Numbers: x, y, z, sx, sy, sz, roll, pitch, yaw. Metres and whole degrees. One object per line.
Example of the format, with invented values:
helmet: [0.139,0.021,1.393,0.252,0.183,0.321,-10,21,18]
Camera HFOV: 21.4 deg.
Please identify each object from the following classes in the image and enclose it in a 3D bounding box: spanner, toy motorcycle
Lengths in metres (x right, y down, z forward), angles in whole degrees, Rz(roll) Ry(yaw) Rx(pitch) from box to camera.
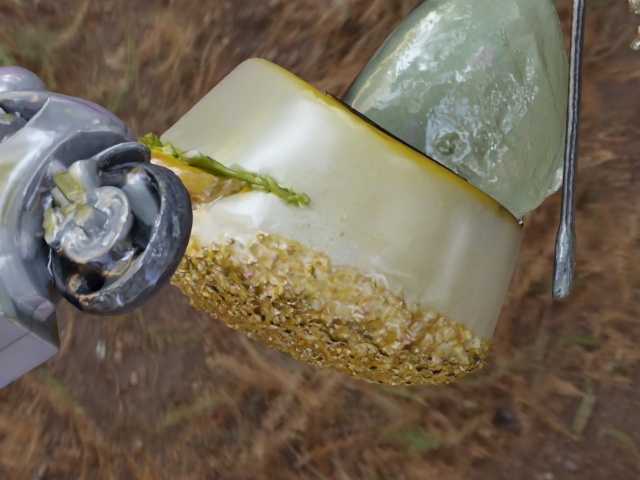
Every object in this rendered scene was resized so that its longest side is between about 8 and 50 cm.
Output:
spanner: [0.169,-0.088,1.134,0.015,0.054,0.255,4,95,11]
toy motorcycle: [-0.148,-0.004,0.711,0.225,0.152,0.073,-25,139,23]

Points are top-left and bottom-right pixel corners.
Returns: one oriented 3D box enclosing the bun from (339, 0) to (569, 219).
bun: [0.118,-0.086,1.460,0.187,0.293,0.293,42,86,6]

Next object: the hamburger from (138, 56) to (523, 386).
hamburger: [0.000,0.000,1.216,0.294,0.276,0.179,31,89,-3]

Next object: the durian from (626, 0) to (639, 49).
durian: [0.202,-0.099,0.634,0.188,0.091,0.148,-3,88,8]
